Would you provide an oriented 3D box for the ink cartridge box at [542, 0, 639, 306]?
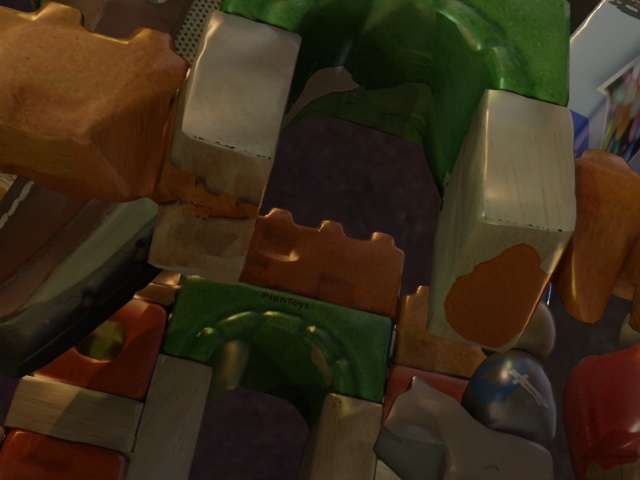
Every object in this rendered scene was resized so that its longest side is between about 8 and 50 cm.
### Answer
[{"bbox_3d":[0.204,-0.078,0.911,0.311,0.065,0.185,-45,150,-25],"label":"ink cartridge box"}]

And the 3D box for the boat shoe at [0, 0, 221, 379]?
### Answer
[{"bbox_3d":[-0.066,-0.090,0.526,0.120,0.122,0.324,36,62,-2],"label":"boat shoe"}]

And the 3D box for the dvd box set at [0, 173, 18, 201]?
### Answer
[{"bbox_3d":[-0.380,-0.100,0.881,0.420,0.307,0.062,35,61,-5],"label":"dvd box set"}]

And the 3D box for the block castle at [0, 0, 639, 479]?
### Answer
[{"bbox_3d":[0.000,0.000,0.473,0.453,0.303,0.212,14,47,-4],"label":"block castle"}]
